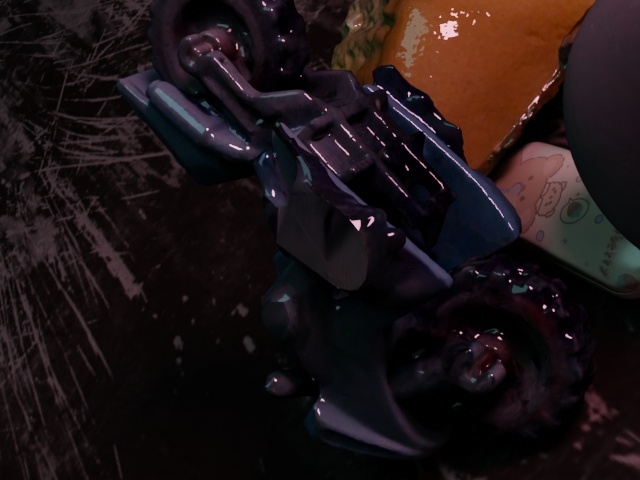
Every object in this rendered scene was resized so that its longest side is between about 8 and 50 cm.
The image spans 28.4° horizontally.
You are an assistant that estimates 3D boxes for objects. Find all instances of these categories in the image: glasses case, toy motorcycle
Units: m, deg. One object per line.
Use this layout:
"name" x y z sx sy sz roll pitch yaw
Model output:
"glasses case" 0.185 -0.018 0.908 0.081 0.051 0.204 -54 31 -3
"toy motorcycle" 0.000 0.000 0.901 0.172 0.416 0.232 -33 -12 -49

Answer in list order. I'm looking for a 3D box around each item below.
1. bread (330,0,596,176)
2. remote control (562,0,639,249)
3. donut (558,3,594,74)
"bread" 0.103 -0.135 1.015 0.262 0.162 0.204 -55 20 -7
"remote control" 0.288 -0.090 0.706 0.332 0.221 0.103 -24 6 41
"donut" 0.260 -0.144 0.869 0.186 0.126 0.144 -7 48 51
